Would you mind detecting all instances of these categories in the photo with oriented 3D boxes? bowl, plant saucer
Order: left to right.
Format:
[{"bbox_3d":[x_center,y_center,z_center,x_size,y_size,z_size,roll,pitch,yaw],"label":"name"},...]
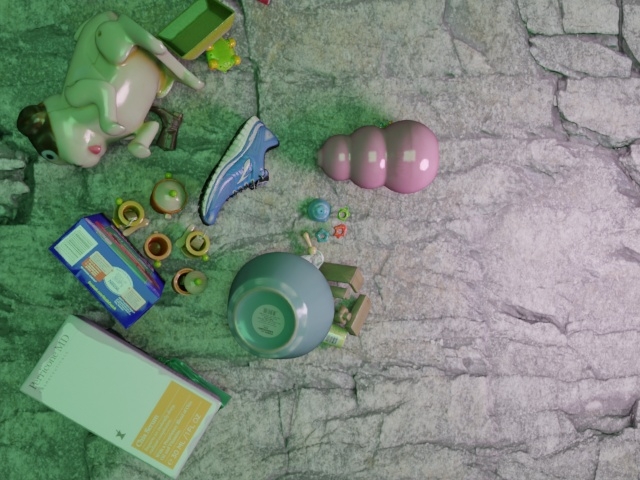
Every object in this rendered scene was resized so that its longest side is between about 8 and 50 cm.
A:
[{"bbox_3d":[-0.329,-0.564,1.795,0.188,0.188,0.045,-42,138,-4],"label":"plant saucer"},{"bbox_3d":[-0.129,0.195,1.818,0.312,0.163,0.311,2,98,12],"label":"bowl"}]

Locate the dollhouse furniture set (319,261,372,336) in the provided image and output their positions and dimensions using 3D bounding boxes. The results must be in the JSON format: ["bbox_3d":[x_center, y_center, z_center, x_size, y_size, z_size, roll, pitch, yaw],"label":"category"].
[{"bbox_3d":[0.056,0.170,1.940,0.144,0.123,0.151,-62,140,-27],"label":"dollhouse furniture set"}]

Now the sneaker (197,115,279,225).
[{"bbox_3d":[-0.219,-0.175,1.836,0.147,0.130,0.330,34,81,-13],"label":"sneaker"}]

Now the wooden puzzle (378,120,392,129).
[{"bbox_3d":[0.189,-0.314,1.960,0.049,0.006,0.083,24,90,-10],"label":"wooden puzzle"}]

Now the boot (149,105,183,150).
[{"bbox_3d":[-0.442,-0.308,1.847,0.106,0.037,0.114,16,96,-8],"label":"boot"}]

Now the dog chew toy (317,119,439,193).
[{"bbox_3d":[0.157,-0.233,1.870,0.332,0.206,0.206,0,94,-2],"label":"dog chew toy"}]

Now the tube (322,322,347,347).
[{"bbox_3d":[-0.042,0.243,1.942,0.240,0.070,0.062,20,130,-7],"label":"tube"}]

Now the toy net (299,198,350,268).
[{"bbox_3d":[0.000,0.000,1.936,0.122,0.045,0.232,17,93,-12],"label":"toy net"}]

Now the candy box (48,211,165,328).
[{"bbox_3d":[-0.531,0.067,1.715,0.122,0.317,0.268,-42,100,-6],"label":"candy box"}]

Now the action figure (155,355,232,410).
[{"bbox_3d":[-0.379,0.409,1.893,0.137,0.063,0.232,-44,96,-2],"label":"action figure"}]

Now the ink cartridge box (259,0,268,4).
[{"bbox_3d":[-0.216,-0.779,1.813,0.237,0.100,0.172,22,90,-10],"label":"ink cartridge box"}]

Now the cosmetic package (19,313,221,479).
[{"bbox_3d":[-0.512,0.405,1.760,0.453,0.161,0.230,31,78,-4],"label":"cosmetic package"}]

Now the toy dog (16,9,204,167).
[{"bbox_3d":[-0.575,-0.369,1.698,0.395,0.284,0.408,37,89,12],"label":"toy dog"}]

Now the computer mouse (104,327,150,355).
[{"bbox_3d":[-0.589,0.392,1.863,0.184,0.060,0.262,30,77,-6],"label":"computer mouse"}]

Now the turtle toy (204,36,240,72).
[{"bbox_3d":[-0.283,-0.523,1.838,0.095,0.066,0.130,-18,94,-31],"label":"turtle toy"}]

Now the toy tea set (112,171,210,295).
[{"bbox_3d":[-0.395,-0.012,1.803,0.200,0.124,0.336,-40,101,-27],"label":"toy tea set"}]
